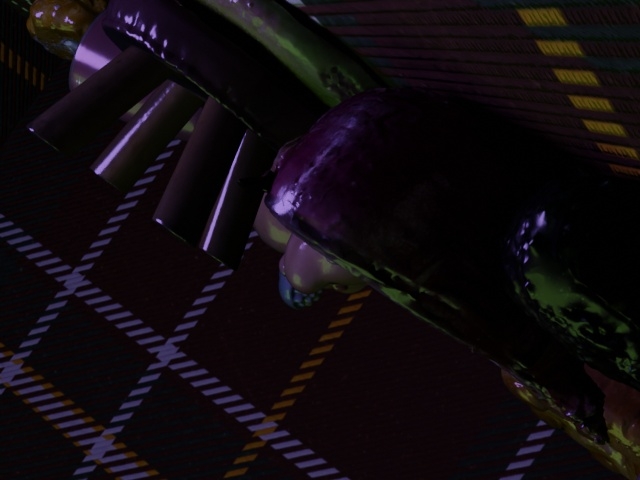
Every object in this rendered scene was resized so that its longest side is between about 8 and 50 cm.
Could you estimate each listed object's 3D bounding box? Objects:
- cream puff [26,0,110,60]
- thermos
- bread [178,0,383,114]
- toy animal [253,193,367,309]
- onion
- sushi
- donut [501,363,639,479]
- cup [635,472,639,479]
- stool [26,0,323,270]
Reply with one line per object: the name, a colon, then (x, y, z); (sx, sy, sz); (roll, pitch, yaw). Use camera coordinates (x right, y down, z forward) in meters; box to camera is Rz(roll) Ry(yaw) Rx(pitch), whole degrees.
cream puff: (-0.353, -0.329, 2.240); (0.146, 0.116, 0.146); (15, 159, 6)
thermos: (-0.192, -0.210, 2.075); (0.265, 0.146, 0.176); (26, 150, 15)
bread: (-0.043, -0.183, 1.470); (0.301, 0.045, 0.301); (37, 177, 2)
toy animal: (0.006, -0.019, 2.543); (0.210, 0.229, 0.221); (-2, -109, -47)
onion: (0.129, -0.003, 1.227); (0.348, 0.159, 0.267); (36, -170, 12)
sushi: (0.233, 0.042, 1.083); (0.225, 0.124, 0.127); (36, 178, -10)
donut: (0.393, 0.216, 2.034); (0.317, 0.150, 0.299); (35, 178, 13)
cup: (0.422, 0.305, 1.714); (0.203, 0.288, 0.203); (34, 179, 1)
stool: (-0.128, -0.107, 1.488); (0.272, 0.178, 0.272); (35, 179, 1)
